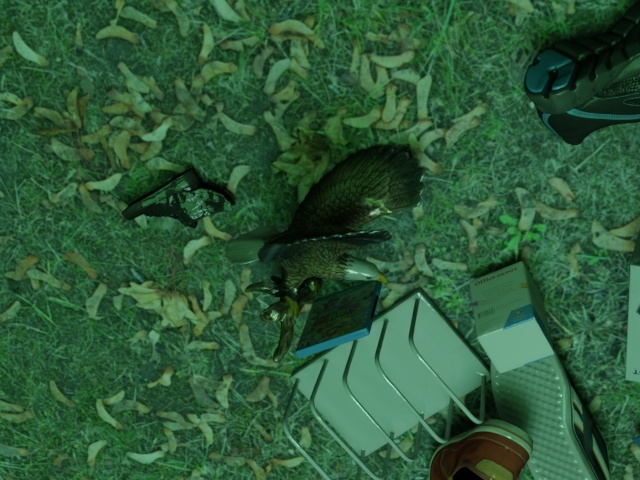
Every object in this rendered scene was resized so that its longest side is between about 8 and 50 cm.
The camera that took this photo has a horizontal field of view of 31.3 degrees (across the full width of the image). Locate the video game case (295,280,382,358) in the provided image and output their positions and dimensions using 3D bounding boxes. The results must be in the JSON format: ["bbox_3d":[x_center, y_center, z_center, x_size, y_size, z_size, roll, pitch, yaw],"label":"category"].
[{"bbox_3d":[0.030,0.118,1.754,0.119,0.166,0.015,-21,109,18],"label":"video game case"}]

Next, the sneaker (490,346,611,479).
[{"bbox_3d":[0.366,0.288,1.808,0.126,0.127,0.321,-21,84,26],"label":"sneaker"}]

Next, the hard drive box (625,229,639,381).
[{"bbox_3d":[0.542,0.108,1.651,0.181,0.089,0.232,8,132,22],"label":"hard drive box"}]

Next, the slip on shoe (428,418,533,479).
[{"bbox_3d":[0.238,0.376,1.803,0.123,0.101,0.331,29,154,1],"label":"slip on shoe"}]

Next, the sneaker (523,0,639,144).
[{"bbox_3d":[0.452,-0.247,1.559,0.340,0.125,0.140,-21,136,16],"label":"sneaker"}]

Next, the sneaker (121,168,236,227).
[{"bbox_3d":[-0.224,-0.050,1.788,0.170,0.051,0.089,-29,102,17],"label":"sneaker"}]

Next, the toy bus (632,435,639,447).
[{"bbox_3d":[0.615,0.320,1.776,0.202,0.191,0.104,-36,147,23],"label":"toy bus"}]

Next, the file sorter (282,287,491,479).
[{"bbox_3d":[0.101,0.252,1.801,0.277,0.173,0.193,-36,103,23],"label":"file sorter"}]

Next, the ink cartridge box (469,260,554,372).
[{"bbox_3d":[0.288,0.110,1.727,0.092,0.143,0.090,-22,126,19],"label":"ink cartridge box"}]

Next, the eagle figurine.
[{"bbox_3d":[0.011,0.001,1.687,0.225,0.226,0.298,-2,139,-28],"label":"eagle figurine"}]
